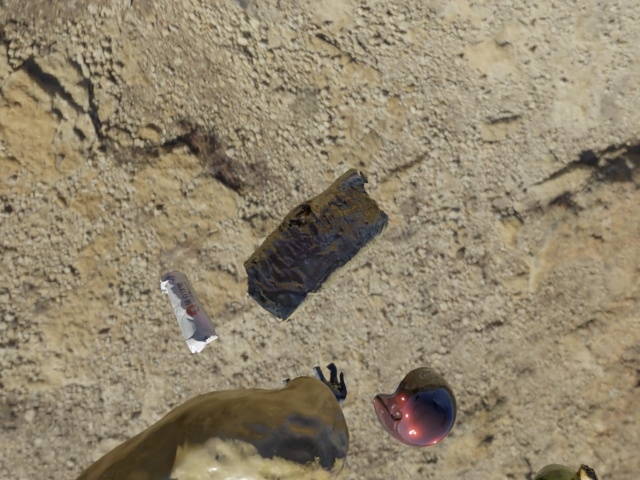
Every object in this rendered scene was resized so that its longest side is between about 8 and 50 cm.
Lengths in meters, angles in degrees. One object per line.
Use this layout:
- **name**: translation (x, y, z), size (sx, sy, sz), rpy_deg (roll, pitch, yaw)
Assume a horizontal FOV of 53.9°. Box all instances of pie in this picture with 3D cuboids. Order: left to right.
- **pie**: translation (0.000, 0.000, 0.939), size (0.282, 0.068, 0.129), rpy_deg (-41, 100, -32)

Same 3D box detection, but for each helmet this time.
- **helmet**: translation (0.258, 0.439, 1.649), size (0.189, 0.193, 0.216), rpy_deg (-4, 112, -35)

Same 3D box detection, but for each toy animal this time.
- **toy animal**: translation (-0.047, 0.421, 1.650), size (0.269, 0.137, 0.082), rpy_deg (-34, 162, 12)

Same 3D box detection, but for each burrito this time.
- **burrito**: translation (-0.266, 0.138, 1.258), size (0.064, 0.203, 0.064), rpy_deg (-24, 145, -18)

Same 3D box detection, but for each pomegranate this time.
- **pomegranate**: translation (0.575, 0.593, 1.510), size (0.143, 0.122, 0.169), rpy_deg (23, 97, -23)

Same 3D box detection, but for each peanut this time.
- **peanut**: translation (-0.140, 0.286, 0.709), size (0.387, 0.192, 0.169), rpy_deg (-35, 137, 6)
